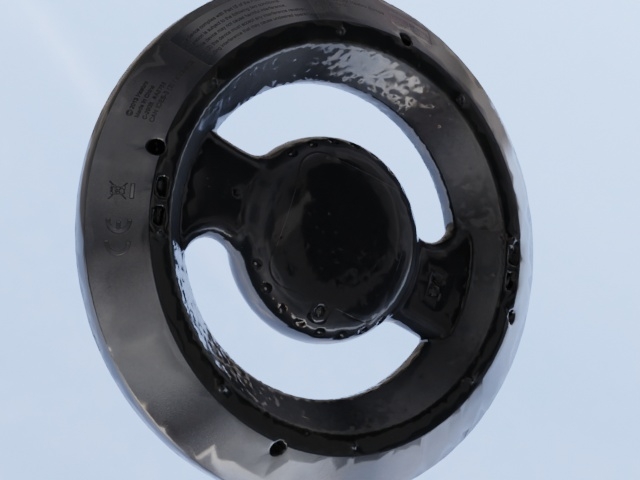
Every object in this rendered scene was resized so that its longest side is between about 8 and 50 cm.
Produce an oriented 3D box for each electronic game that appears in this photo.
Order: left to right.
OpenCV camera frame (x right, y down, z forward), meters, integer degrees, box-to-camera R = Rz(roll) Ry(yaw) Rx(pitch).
[{"bbox_3d":[0.000,0.000,0.750,0.229,0.048,0.229,3,-95,-31],"label":"electronic game"}]
